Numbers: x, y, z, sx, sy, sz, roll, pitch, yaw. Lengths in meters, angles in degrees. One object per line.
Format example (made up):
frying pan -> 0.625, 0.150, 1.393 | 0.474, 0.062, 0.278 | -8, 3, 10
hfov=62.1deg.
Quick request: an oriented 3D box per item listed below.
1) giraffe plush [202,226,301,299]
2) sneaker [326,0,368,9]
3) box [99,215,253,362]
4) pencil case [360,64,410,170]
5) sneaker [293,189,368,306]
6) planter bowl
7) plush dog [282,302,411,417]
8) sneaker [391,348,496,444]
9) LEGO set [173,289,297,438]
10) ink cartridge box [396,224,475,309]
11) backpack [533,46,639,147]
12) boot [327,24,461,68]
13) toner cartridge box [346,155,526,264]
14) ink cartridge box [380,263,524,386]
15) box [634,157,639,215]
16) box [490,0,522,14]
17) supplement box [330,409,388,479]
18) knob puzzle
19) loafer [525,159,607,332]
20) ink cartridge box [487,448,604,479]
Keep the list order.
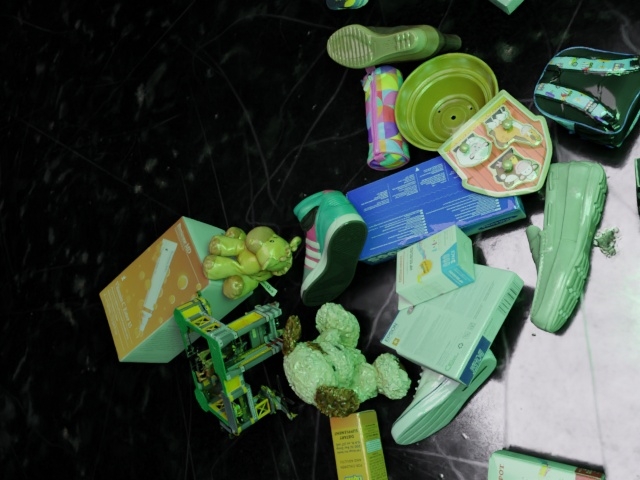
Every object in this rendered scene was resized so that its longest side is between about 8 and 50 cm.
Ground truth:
giraffe plush -> -0.142, 0.039, 1.229 | 0.170, 0.210, 0.182 | -34, 33, 46
sneaker -> 0.066, -0.624, 1.376 | 0.144, 0.059, 0.053 | 37, 130, 48
box -> -0.382, 0.138, 1.391 | 0.345, 0.168, 0.215 | -39, 61, 17
pencil case -> 0.146, -0.281, 1.211 | 0.104, 0.104, 0.237 | -13, 72, 29
sneaker -> 0.000, 0.000, 1.179 | 0.296, 0.123, 0.179 | 113, 145, -43
planter bowl -> 0.274, -0.278, 1.132 | 0.217, 0.090, 0.218 | -7, 73, 26
plush dog -> 0.014, 0.265, 1.074 | 0.262, 0.225, 0.211 | 44, 102, 34
sneaker -> 0.228, 0.289, 1.036 | 0.258, 0.094, 0.091 | -47, 38, 10
LEGO set -> -0.181, 0.262, 1.225 | 0.254, 0.192, 0.332 | 5, 113, 51
ink cartridge box -> 0.210, 0.058, 1.059 | 0.181, 0.061, 0.104 | -30, 36, 36
backpack -> 0.495, -0.267, 0.979 | 0.173, 0.116, 0.158 | 27, 93, 33
boot -> 0.164, -0.430, 1.185 | 0.248, 0.206, 0.090 | 11, 110, 36
toner cartridge box -> 0.232, -0.076, 1.120 | 0.347, 0.075, 0.165 | -19, 70, 27
ink cartridge box -> 0.246, 0.143, 1.022 | 0.223, 0.045, 0.224 | -57, 28, -10
box -> 0.617, -0.091, 0.826 | 0.220, 0.175, 0.051 | -4, 75, 32
box -> 0.429, -0.606, 1.152 | 0.186, 0.038, 0.145 | -44, 60, 14
supplement box -> 0.085, 0.470, 1.075 | 0.078, 0.080, 0.234 | -20, 70, 29
knob puzzle -> 0.345, -0.167, 1.003 | 0.213, 0.030, 0.213 | -4, 78, 22
loafer -> 0.428, 0.007, 0.964 | 0.111, 0.112, 0.320 | 12, 77, 38
ink cartridge box -> 0.379, 0.441, 0.901 | 0.175, 0.072, 0.128 | 3, 80, 32
